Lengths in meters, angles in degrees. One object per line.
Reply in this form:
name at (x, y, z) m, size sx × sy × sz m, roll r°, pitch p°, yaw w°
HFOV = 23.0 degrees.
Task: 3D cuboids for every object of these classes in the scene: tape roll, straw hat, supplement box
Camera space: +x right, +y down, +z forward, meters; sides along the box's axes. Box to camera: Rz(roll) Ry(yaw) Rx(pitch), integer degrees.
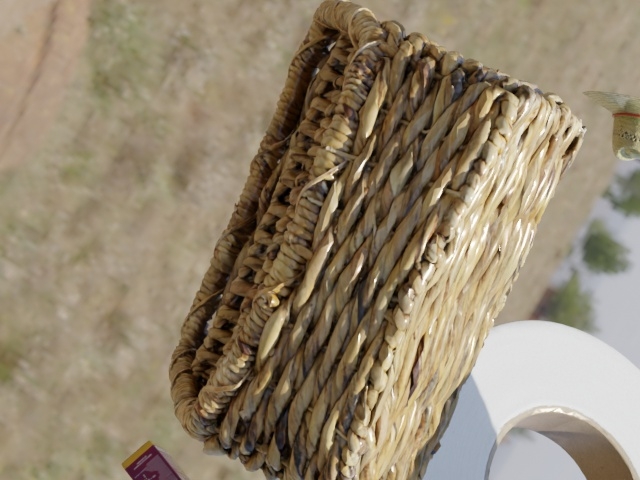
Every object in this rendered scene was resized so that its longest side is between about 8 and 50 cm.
tape roll at (0.223, 0.271, 1.552) m, size 0.072 × 0.392 × 0.392 m, roll -32°, pitch -164°, yaw 53°
straw hat at (0.323, -0.108, 1.587) m, size 0.144 × 0.144 × 0.061 m, roll -2°, pitch 103°, yaw -79°
supplement box at (-0.168, 0.263, 1.703) m, size 0.043 × 0.083 × 0.055 m, roll -41°, pitch 159°, yaw -3°

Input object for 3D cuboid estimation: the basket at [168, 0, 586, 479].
basket at (0.000, 0.000, 1.029) m, size 0.299 × 0.223 × 0.213 m, roll -65°, pitch 160°, yaw 9°
